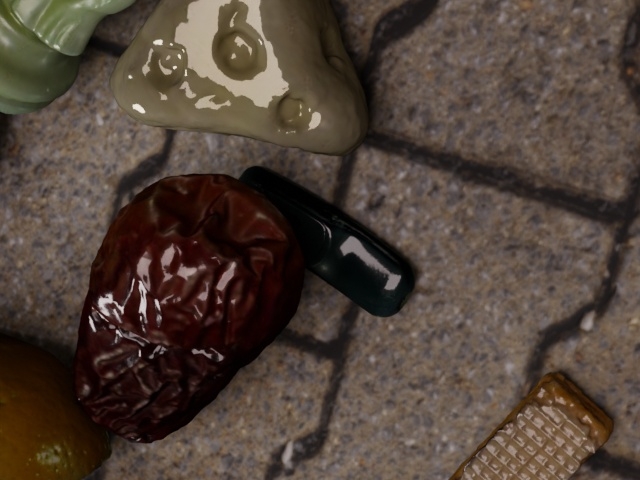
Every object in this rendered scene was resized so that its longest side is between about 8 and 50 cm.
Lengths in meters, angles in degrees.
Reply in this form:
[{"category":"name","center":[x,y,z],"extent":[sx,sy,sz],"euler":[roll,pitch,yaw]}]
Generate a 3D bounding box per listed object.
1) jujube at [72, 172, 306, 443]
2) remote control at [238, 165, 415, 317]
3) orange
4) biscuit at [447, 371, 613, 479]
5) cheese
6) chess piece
[{"category":"jujube","center":[-0.148,0.078,1.702],"extent":[0.216,0.216,0.342],"euler":[38,132,9]},{"category":"remote control","center":[0.000,0.000,1.721],"extent":[0.222,0.042,0.072],"euler":[35,116,11]},{"category":"orange","center":[-0.397,0.196,1.800],"extent":[0.334,0.262,0.196],"euler":[16,108,13]},{"category":"biscuit","center":[0.156,0.294,1.725],"extent":[0.094,0.054,0.379],"euler":[41,113,6]},{"category":"cheese","center":[-0.086,-0.168,1.649],"extent":[0.248,0.173,0.251],"euler":[-26,97,23]},{"category":"chess piece","center":[-0.252,-0.272,1.639],"extent":[0.298,0.176,0.176],"euler":[-37,88,33]}]
